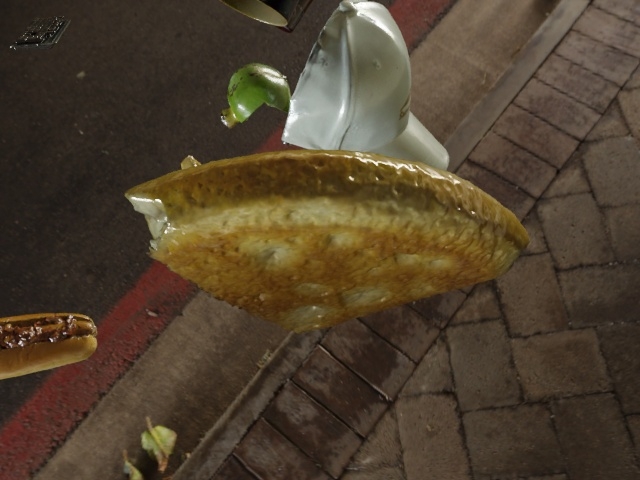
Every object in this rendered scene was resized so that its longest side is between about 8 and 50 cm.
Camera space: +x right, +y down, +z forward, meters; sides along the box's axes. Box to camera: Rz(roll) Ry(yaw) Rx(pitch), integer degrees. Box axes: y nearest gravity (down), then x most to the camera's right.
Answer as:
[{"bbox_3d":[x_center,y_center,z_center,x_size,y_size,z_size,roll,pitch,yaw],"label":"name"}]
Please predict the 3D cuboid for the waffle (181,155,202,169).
[{"bbox_3d":[-0.327,-0.126,1.715,0.055,0.221,0.248,-37,51,6],"label":"waffle"}]

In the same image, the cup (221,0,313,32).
[{"bbox_3d":[-0.059,-0.456,0.918,0.166,0.239,0.177,28,99,49],"label":"cup"}]

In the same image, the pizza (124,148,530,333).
[{"bbox_3d":[0.024,-0.013,0.466,0.268,0.258,0.087,-17,61,21],"label":"pizza"}]

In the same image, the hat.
[{"bbox_3d":[0.101,-0.210,0.844,0.301,0.168,0.258,38,56,-18],"label":"hat"}]

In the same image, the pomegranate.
[{"bbox_3d":[-0.149,-0.321,1.205,0.168,0.123,0.143,-8,32,13],"label":"pomegranate"}]

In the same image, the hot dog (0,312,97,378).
[{"bbox_3d":[-0.492,0.168,0.888,0.248,0.076,0.102,-7,62,-6],"label":"hot dog"}]

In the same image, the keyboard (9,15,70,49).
[{"bbox_3d":[-0.590,-0.443,1.170,0.093,0.025,0.230,-8,34,-12],"label":"keyboard"}]
